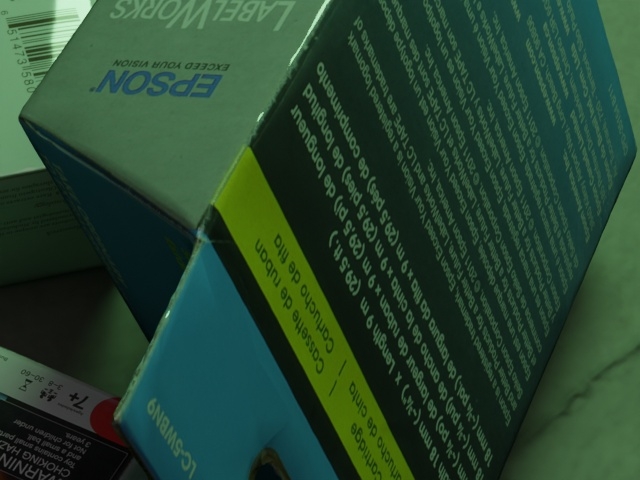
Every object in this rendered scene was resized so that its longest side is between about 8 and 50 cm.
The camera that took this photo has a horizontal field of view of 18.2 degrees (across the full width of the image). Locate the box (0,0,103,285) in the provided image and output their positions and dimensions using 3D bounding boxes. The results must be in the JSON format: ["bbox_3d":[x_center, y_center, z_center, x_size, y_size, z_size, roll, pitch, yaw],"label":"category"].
[{"bbox_3d":[-0.136,-0.044,0.836,0.102,0.087,0.101,-12,61,-18],"label":"box"}]

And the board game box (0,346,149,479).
[{"bbox_3d":[-0.231,0.091,0.710,0.305,0.053,0.193,20,55,18],"label":"board game box"}]

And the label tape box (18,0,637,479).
[{"bbox_3d":[0.000,0.000,0.736,0.106,0.240,0.333,6,50,30],"label":"label tape box"}]
